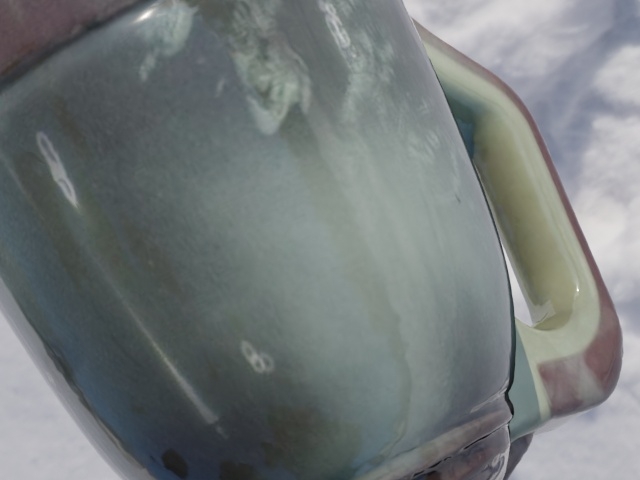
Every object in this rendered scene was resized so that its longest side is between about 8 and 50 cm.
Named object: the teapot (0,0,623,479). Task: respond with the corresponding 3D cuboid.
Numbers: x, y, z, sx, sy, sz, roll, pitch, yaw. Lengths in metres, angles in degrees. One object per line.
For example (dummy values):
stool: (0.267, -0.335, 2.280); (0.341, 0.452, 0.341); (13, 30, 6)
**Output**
teapot: (0.000, 0.000, 0.778); (0.233, 0.315, 0.312); (-38, 77, 50)
